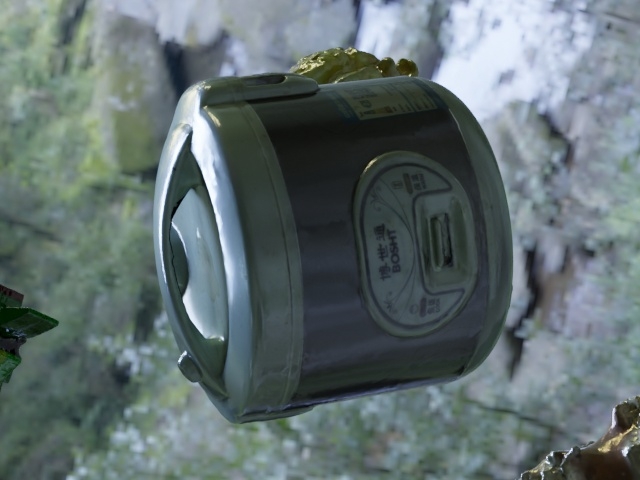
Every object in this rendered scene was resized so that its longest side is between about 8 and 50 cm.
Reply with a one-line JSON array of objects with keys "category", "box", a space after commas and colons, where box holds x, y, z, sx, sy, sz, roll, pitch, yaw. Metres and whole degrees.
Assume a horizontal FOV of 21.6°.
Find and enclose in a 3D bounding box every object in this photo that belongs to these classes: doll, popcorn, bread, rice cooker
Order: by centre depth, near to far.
[{"category": "rice cooker", "box": [-0.002, 0.000, 1.410, 0.288, 0.277, 0.288, 174, 90, -71]}, {"category": "doll", "box": [-0.331, 0.113, 1.512, 0.134, 0.106, 0.186, 36, 93, 40]}, {"category": "bread", "box": [0.325, 0.260, 1.585, 0.183, 0.224, 0.211, -50, 65, 18]}, {"category": "popcorn", "box": [0.026, -0.131, 1.957, 0.185, 0.167, 0.187, 15, 112, 27]}]
